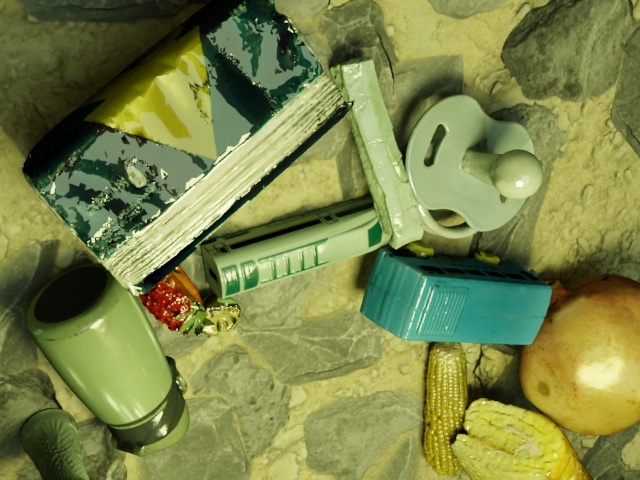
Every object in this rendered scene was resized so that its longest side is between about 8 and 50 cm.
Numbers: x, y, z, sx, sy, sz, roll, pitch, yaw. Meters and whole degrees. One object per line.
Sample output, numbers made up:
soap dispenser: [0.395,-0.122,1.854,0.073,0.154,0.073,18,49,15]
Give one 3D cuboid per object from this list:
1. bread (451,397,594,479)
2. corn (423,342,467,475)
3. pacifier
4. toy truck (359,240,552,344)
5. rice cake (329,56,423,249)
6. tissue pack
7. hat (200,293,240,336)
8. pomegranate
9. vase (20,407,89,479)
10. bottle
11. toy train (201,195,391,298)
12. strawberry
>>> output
bread: [0.437,0.481,2.023,0.165,0.237,0.375,-63,144,-21]
corn: [0.257,0.348,2.009,0.097,0.097,0.319,-13,116,-22]
pacifier: [0.291,-0.114,1.724,0.299,0.233,0.244,20,88,-32]
toy truck: [0.259,0.109,1.841,0.385,0.162,0.161,7,108,-39]
rice cake: [0.100,-0.147,1.675,0.066,0.063,0.336,-25,108,-17]
tissue pack: [-0.194,-0.152,1.422,0.416,0.264,0.253,-40,107,-5]
hat: [-0.181,0.122,1.697,0.077,0.059,0.076,-9,132,-18]
pomegranate: [0.543,0.210,1.967,0.338,0.338,0.338,-11,117,-23]
vase: [-0.415,0.368,1.588,0.096,0.219,0.096,-12,118,-23]
bottle: [-0.327,0.209,1.601,0.168,0.168,0.347,-32,127,-12]
toy train: [0.000,0.000,1.717,0.407,0.088,0.086,-17,117,-21]
strawberry: [-0.253,0.080,1.596,0.085,0.140,0.192,-36,128,2]
